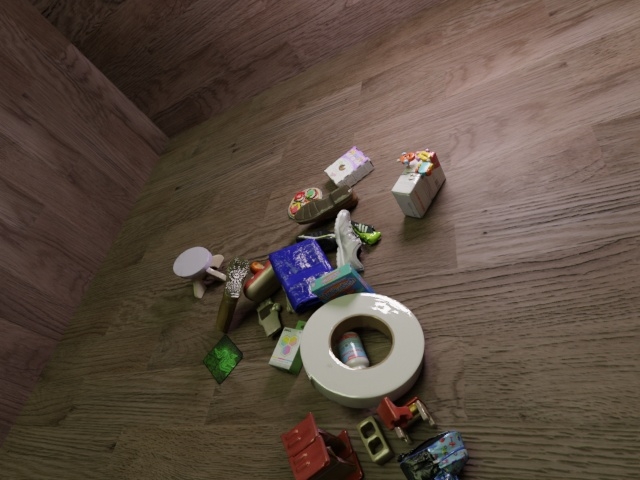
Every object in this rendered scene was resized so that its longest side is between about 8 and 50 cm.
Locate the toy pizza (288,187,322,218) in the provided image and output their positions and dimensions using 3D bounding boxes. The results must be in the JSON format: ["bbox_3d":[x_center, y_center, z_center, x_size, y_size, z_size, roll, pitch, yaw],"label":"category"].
[{"bbox_3d":[-0.083,-0.193,2.133,0.202,0.032,0.201,-22,43,22],"label":"toy pizza"}]

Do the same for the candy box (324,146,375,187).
[{"bbox_3d":[0.138,-0.344,2.062,0.196,0.070,0.164,-38,40,4],"label":"candy box"}]

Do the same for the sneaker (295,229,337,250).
[{"bbox_3d":[0.000,0.000,1.878,0.235,0.084,0.097,0,31,38],"label":"sneaker"}]

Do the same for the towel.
[{"bbox_3d":[-0.056,0.125,1.692,0.228,0.076,0.308,-19,48,-17],"label":"towel"}]

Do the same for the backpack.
[{"bbox_3d":[0.298,0.561,1.059,0.174,0.158,0.116,-31,48,-5],"label":"backpack"}]

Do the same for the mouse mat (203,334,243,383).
[{"bbox_3d":[-0.414,0.498,1.799,0.152,0.007,0.190,-50,41,-10],"label":"mouse mat"}]

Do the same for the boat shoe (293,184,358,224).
[{"bbox_3d":[0.029,-0.137,1.942,0.308,0.104,0.110,-23,52,19],"label":"boat shoe"}]

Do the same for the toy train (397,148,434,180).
[{"bbox_3d":[0.363,-0.280,1.596,0.125,0.046,0.166,-23,44,17],"label":"toy train"}]

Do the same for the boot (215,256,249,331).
[{"bbox_3d":[-0.392,0.233,1.848,0.269,0.089,0.236,115,170,-46],"label":"boot"}]

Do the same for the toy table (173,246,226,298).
[{"bbox_3d":[-0.602,0.149,2.146,0.275,0.161,0.252,15,66,46],"label":"toy table"}]

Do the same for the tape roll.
[{"bbox_3d":[0.129,0.334,1.345,0.393,0.071,0.391,-6,43,6],"label":"tape roll"}]

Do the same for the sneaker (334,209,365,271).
[{"bbox_3d":[0.125,0.008,1.724,0.116,0.105,0.280,-8,72,14],"label":"sneaker"}]

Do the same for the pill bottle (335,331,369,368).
[{"bbox_3d":[0.110,0.389,1.408,0.087,0.087,0.160,-33,41,11],"label":"pill bottle"}]

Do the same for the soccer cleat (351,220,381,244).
[{"bbox_3d":[0.182,-0.042,1.771,0.072,0.060,0.179,-35,41,-14],"label":"soccer cleat"}]

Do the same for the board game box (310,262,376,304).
[{"bbox_3d":[0.086,0.184,1.517,0.160,0.210,0.047,-29,41,17],"label":"board game box"}]

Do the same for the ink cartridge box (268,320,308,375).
[{"bbox_3d":[-0.099,0.389,1.598,0.109,0.062,0.209,1,55,40],"label":"ink cartridge box"}]

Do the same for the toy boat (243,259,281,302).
[{"bbox_3d":[-0.250,0.149,1.852,0.231,0.151,0.151,-44,59,-4],"label":"toy boat"}]

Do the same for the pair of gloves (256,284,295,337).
[{"bbox_3d":[-0.157,0.276,1.765,0.240,0.042,0.204,-42,36,-3],"label":"pair of gloves"}]

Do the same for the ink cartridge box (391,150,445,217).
[{"bbox_3d":[0.389,-0.220,1.676,0.092,0.158,0.217,15,65,42],"label":"ink cartridge box"}]

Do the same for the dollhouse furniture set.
[{"bbox_3d":[0.106,0.533,1.193,0.374,0.201,0.152,-39,40,5],"label":"dollhouse furniture set"}]
